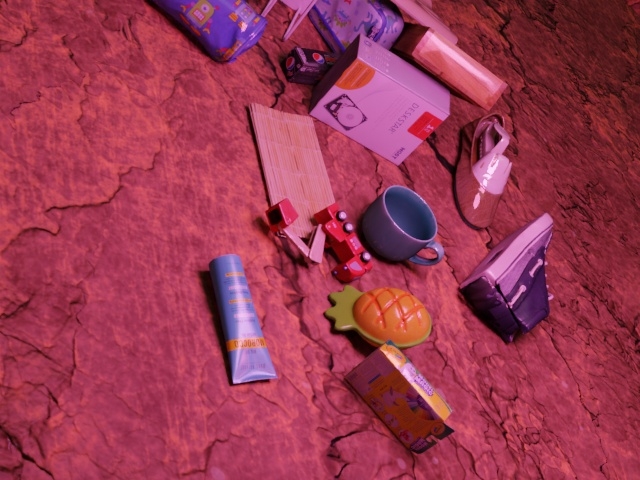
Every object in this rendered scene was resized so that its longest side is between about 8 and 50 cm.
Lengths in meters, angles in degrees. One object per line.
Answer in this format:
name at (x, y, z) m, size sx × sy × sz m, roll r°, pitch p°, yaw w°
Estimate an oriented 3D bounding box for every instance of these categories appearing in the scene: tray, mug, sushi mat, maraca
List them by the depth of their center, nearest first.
maraca at (0.101, 0.131, 1.634) m, size 0.186 × 0.099 × 0.127 m, roll 13°, pitch 40°, yaw 3°
sushi mat at (-0.047, -0.127, 1.787) m, size 0.151 × 0.019 × 0.316 m, roll 12°, pitch 50°, yaw -36°
mug at (0.148, -0.014, 1.796) m, size 0.129 × 0.097 × 0.157 m, roll 2°, pitch 56°, yaw -41°
tray at (0.257, -0.394, 2.089) m, size 0.203 × 0.076 × 0.411 m, roll 34°, pitch 10°, yaw -14°

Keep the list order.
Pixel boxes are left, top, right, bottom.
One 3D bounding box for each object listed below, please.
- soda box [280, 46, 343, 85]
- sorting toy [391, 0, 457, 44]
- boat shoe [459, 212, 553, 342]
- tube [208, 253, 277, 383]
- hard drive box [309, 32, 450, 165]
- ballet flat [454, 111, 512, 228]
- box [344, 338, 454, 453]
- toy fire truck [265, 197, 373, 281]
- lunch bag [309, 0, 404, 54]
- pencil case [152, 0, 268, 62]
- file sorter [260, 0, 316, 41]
soda box at (0.002, -0.365, 2.005) m, size 0.169 × 0.060 × 0.053 m, roll 0°, pitch 58°, yaw -42°
sorting toy at (0.154, -0.544, 2.033) m, size 0.307 × 0.041 × 0.229 m, roll 31°, pitch 25°, yaw -29°
boat shoe at (0.422, 0.077, 1.951) m, size 0.158 × 0.127 × 0.340 m, roll 53°, pitch 47°, yaw 0°
tube at (-0.128, 0.124, 1.481) m, size 0.080 × 0.052 × 0.207 m, roll -3°, pitch 65°, yaw -31°
hard drive box at (0.123, -0.288, 1.948) m, size 0.232 × 0.181 × 0.089 m, roll 27°, pitch 43°, yaw -19°
ballet flat at (0.375, -0.176, 2.112) m, size 0.116 × 0.124 × 0.342 m, roll 32°, pitch 41°, yaw -15°
box at (0.135, 0.259, 1.540) m, size 0.179 × 0.105 × 0.043 m, roll 50°, pitch 40°, yaw 5°
toy fire truck at (0.000, 0.000, 1.672) m, size 0.135 × 0.047 × 0.192 m, roll -33°, pitch 94°, yaw -41°
lunch bag at (0.076, -0.494, 2.094) m, size 0.090 × 0.176 × 0.219 m, roll -11°, pitch 62°, yaw -41°
pencil case at (-0.252, -0.473, 1.833) m, size 0.306 × 0.133 × 0.119 m, roll 39°, pitch 14°, yaw -9°
file sorter at (-0.122, -0.592, 1.996) m, size 0.278 × 0.193 × 0.173 m, roll 34°, pitch 43°, yaw -13°
